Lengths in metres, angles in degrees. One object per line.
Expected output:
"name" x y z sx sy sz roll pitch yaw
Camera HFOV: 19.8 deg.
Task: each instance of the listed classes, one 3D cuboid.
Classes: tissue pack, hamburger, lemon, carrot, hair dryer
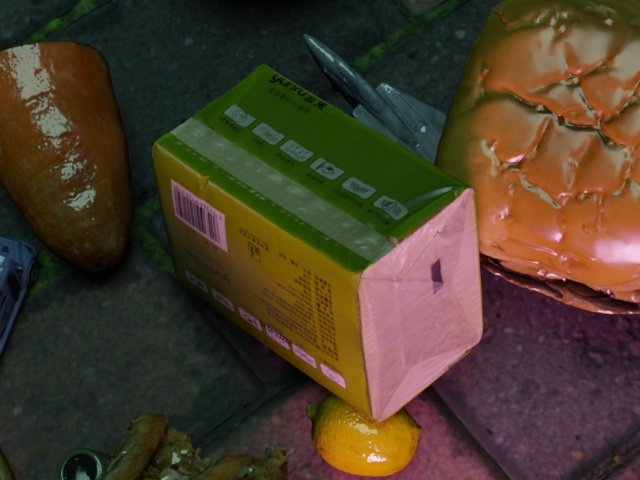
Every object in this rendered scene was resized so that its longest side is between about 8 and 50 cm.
"tissue pack" 0.000 0.000 1.685 0.167 0.200 0.275 -38 51 -27
"hamburger" -0.122 0.273 1.563 0.211 0.245 0.260 31 75 7
"lemon" 0.037 0.178 1.697 0.111 0.082 0.082 14 64 12
"hamburger" 0.259 -0.081 1.674 0.319 0.158 0.318 -2 82 17
"carrot" -0.260 -0.068 1.830 0.159 0.159 0.225 -18 73 -5
"hair dryer" -0.232 0.265 1.692 0.047 0.071 0.150 23 83 20

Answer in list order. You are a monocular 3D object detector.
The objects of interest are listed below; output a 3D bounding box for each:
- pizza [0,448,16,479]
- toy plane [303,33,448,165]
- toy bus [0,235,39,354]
"pizza" -0.401 0.247 1.695 0.229 0.081 0.289 -39 65 -22
"toy plane" 0.074 -0.102 1.823 0.267 0.088 0.212 43 71 3
"toy bus" -0.336 0.063 1.792 0.073 0.076 0.167 12 64 10
